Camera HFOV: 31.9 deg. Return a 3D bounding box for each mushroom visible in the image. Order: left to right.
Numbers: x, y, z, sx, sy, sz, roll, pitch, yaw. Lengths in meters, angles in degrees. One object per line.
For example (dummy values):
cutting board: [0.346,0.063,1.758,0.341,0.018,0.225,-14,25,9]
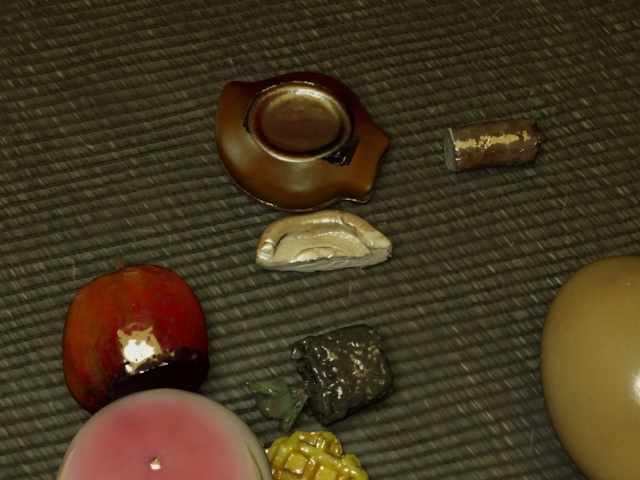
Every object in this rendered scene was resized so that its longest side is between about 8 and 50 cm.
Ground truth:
mushroom: [0.001,0.000,1.709,0.210,0.072,0.094,-7,74,-7]

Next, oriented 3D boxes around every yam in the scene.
yam: [0.270,-0.149,1.762,0.141,0.079,0.079,-6,72,-4]

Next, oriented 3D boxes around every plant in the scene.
plant: [-0.002,0.203,1.615,0.203,0.142,0.131,-23,83,-18]

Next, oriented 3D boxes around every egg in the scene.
egg: [0.456,0.196,1.534,0.301,0.301,0.373,-17,61,-6]

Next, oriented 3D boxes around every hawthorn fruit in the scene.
hawthorn fruit: [-0.269,0.133,1.594,0.215,0.215,0.249,-16,74,-6]

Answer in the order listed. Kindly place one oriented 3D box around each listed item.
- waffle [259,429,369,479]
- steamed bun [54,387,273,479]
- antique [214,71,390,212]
waffle: [-0.042,0.426,1.556,0.302,0.068,0.324,-21,65,-6]
steamed bun: [-0.200,0.322,1.414,0.310,0.309,0.309,0,72,-1]
antique: [-0.033,-0.157,1.732,0.278,0.129,0.223,24,71,5]
